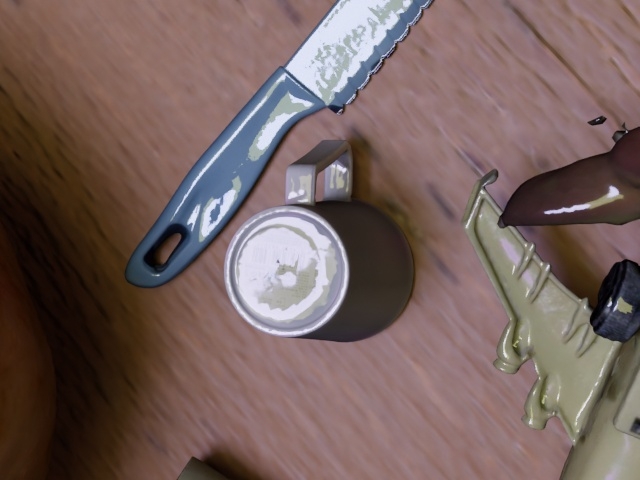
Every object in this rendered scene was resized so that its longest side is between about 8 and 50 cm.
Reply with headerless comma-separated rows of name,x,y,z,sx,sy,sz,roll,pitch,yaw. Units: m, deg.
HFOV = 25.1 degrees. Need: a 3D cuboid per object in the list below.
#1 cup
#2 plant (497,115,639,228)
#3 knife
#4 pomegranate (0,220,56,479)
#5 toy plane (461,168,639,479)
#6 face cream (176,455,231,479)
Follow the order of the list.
cup,0.000,0.000,0.712,0.074,0.116,0.104,4,89,16
plant,0.219,-0.037,0.549,0.204,0.178,0.234,38,95,3
knife,-0.001,-0.086,0.753,0.044,0.019,0.313,41,105,3
pomegranate,-0.334,0.079,0.677,0.412,0.411,0.411,2,96,18
toy plane,0.160,0.063,0.676,0.229,0.092,0.244,22,99,1
face cream,0.004,0.207,0.763,0.224,0.070,0.114,34,105,0
